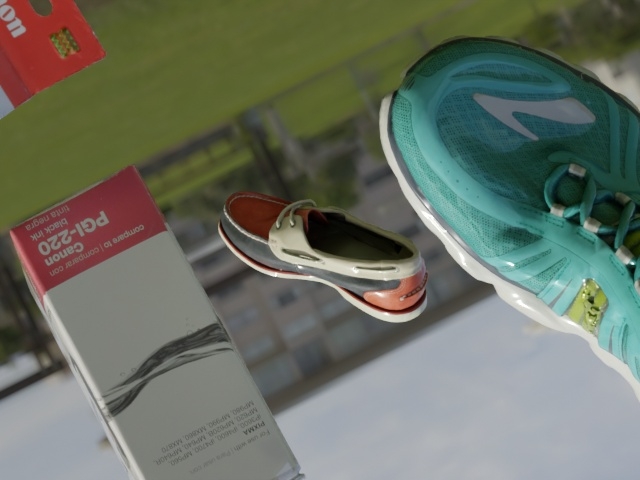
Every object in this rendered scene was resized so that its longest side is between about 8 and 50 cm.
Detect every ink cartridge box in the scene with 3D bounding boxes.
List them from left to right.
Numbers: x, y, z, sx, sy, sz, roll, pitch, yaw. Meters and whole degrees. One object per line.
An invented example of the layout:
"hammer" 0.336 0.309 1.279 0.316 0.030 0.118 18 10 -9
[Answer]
"ink cartridge box" -0.253 -0.133 1.253 0.179 0.145 0.045 -25 -163 18
"ink cartridge box" -0.101 0.084 1.198 0.092 0.218 0.158 -29 169 -10

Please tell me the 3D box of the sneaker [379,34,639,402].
"sneaker" 0.145 0.010 0.819 0.107 0.275 0.110 -49 -179 -3

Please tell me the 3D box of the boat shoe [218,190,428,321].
"boat shoe" 0.000 0.000 1.057 0.137 0.043 0.049 25 -125 29
